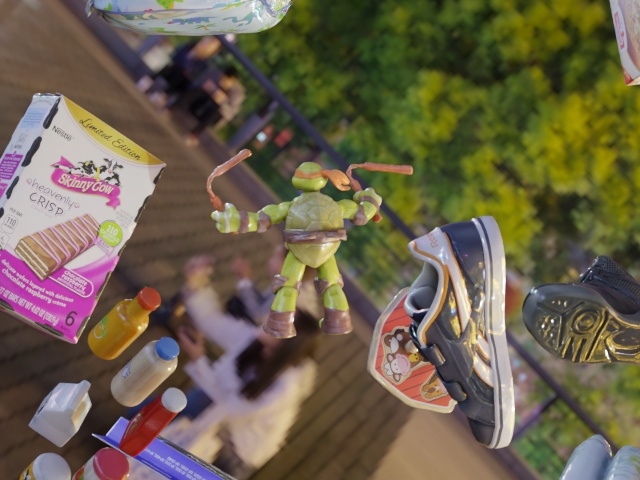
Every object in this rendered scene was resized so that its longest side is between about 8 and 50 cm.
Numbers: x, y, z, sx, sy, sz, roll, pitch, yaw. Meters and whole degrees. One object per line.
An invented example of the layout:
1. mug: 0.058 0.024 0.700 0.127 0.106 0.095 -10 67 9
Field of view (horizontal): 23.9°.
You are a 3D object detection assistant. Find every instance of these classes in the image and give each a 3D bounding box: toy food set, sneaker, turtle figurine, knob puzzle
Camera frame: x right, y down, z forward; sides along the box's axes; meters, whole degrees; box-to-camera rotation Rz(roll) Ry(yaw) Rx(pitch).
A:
1. toy food set: -0.204 0.161 1.497 0.111 0.104 0.232 37 41 -11
2. sneaker: 0.293 0.073 1.678 0.228 0.087 0.130 8 26 -34
3. turtle figurine: 0.000 0.000 1.762 0.270 0.217 0.087 -6 10 -29
4. knob puzzle: 0.157 0.158 2.192 0.213 0.213 0.030 46 -23 -9
5. sneaker: 0.177 0.127 1.971 0.126 0.128 0.321 -122 -156 -70

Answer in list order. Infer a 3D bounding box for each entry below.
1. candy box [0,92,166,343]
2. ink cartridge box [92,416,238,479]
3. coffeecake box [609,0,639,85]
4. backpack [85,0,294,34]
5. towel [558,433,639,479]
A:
1. candy box: -0.293 -0.024 1.675 0.159 0.233 0.071 34 -16 -35
2. ink cartridge box: -0.206 0.329 2.211 0.206 0.045 0.208 27 -6 20
3. coffeecake box: 0.425 -0.285 1.878 0.185 0.068 0.142 129 -48 -80
4. backpack: -0.164 -0.356 1.824 0.290 0.273 0.355 3 -15 1
5. towel: 0.206 0.379 1.304 0.090 0.320 0.374 7 20 18
